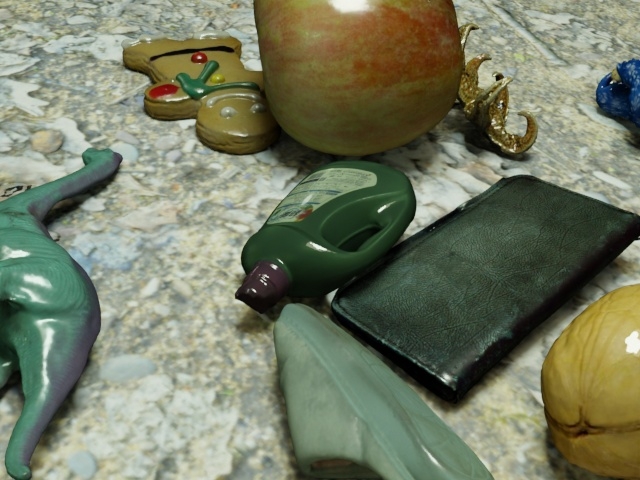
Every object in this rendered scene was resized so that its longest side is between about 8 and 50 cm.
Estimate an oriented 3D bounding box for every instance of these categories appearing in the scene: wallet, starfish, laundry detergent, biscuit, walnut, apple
[{"bbox_3d":[0.166,0.029,0.816,0.172,0.045,0.318,30,48,35],"label":"wallet"},{"bbox_3d":[0.208,-0.197,1.049,0.074,0.146,0.190,-35,36,18],"label":"starfish"},{"bbox_3d":[0.000,0.000,0.802,0.144,0.078,0.222,6,33,28],"label":"laundry detergent"},{"bbox_3d":[-0.142,-0.208,1.089,0.196,0.049,0.302,-14,43,-20],"label":"biscuit"},{"bbox_3d":[0.257,0.107,0.654,0.180,0.144,0.144,-14,41,-36],"label":"walnut"},{"bbox_3d":[0.044,-0.229,0.966,0.233,0.257,0.257,-7,37,9],"label":"apple"}]

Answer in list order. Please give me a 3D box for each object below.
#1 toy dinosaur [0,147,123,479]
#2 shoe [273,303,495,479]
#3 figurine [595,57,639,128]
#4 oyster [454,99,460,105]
[{"bbox_3d":[-0.223,0.025,0.750,0.383,0.130,0.330,34,37,30],"label":"toy dinosaur"},{"bbox_3d":[0.026,0.141,0.632,0.100,0.103,0.251,-52,38,0],"label":"shoe"},{"bbox_3d":[0.460,-0.164,1.063,0.164,0.121,0.262,-1,21,-19],"label":"figurine"},{"bbox_3d":[0.174,-0.211,1.154,0.083,0.019,0.054,31,46,26],"label":"oyster"}]
